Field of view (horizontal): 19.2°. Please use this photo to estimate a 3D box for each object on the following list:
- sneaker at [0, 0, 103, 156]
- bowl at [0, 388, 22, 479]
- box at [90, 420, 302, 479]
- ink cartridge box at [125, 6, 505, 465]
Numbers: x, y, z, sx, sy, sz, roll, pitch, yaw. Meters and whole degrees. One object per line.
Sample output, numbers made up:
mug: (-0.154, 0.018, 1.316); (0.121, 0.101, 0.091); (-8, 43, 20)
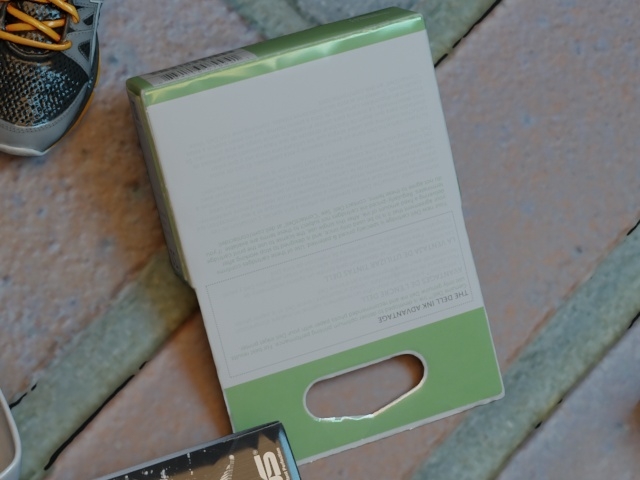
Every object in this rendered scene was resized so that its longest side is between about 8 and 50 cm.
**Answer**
sneaker: (-0.157, -0.154, 1.075); (0.084, 0.083, 0.215); (11, 77, -10)
bowl: (-0.235, 0.111, 0.997); (0.142, 0.053, 0.142); (-27, 55, -14)
box: (-0.072, 0.234, 1.012); (0.183, 0.056, 0.231); (-17, 81, -10)
ink cartridge box: (0.000, 0.000, 1.087); (0.171, 0.056, 0.235); (-17, 105, -13)
